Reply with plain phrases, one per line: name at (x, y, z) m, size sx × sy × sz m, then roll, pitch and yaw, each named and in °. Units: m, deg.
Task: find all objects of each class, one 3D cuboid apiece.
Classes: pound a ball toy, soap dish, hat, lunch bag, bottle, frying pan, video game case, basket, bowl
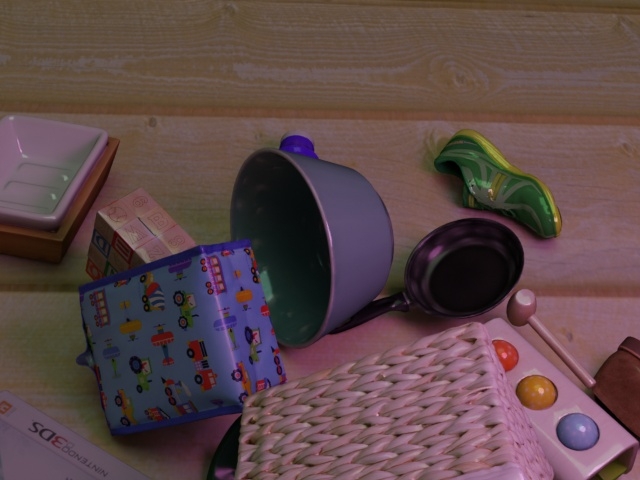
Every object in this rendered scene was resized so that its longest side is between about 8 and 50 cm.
pound a ball toy at (0.323, 0.207, 1.432) m, size 0.208 × 0.135 × 0.319 m, roll -31°, pitch 52°, yaw -17°
soap dish at (-0.504, -0.091, 1.726) m, size 0.229 × 0.118 × 0.290 m, roll 9°, pitch 42°, yaw 5°
hat at (-0.027, 0.326, 1.361) m, size 0.184 × 0.208 × 0.173 m, roll 32°, pitch 0°, yaw -35°
lunch bag at (-0.220, 0.142, 1.363) m, size 0.293 × 0.220 × 0.138 m, roll -16°, pitch -3°, yaw 25°
bottle at (-0.050, -0.094, 1.795) m, size 0.118 × 0.092 × 0.282 m, roll 6°, pitch 41°, yaw -4°
frying pan at (0.186, 0.091, 1.577) m, size 0.326 × 0.053 × 0.197 m, roll -43°, pitch 47°, yaw -10°
video game case at (-0.419, 0.368, 1.278) m, size 0.300 × 0.036 × 0.329 m, roll 25°, pitch 45°, yaw 21°
basket at (0.101, 0.320, 1.113) m, size 0.331 × 0.328 × 0.266 m, roll -21°, pitch 34°, yaw 13°
bowl at (0.000, 0.000, 1.550) m, size 0.163 × 0.311 × 0.311 m, roll -12°, pitch 44°, yaw -31°

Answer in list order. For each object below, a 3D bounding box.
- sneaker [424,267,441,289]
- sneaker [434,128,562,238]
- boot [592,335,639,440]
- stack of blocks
sneaker at (0.238, 0.060, 1.687) m, size 0.073 × 0.063 × 0.162 m, roll 34°, pitch 57°, yaw 16°
sneaker at (0.329, -0.086, 1.838) m, size 0.123 × 0.109 × 0.295 m, roll -39°, pitch 56°, yaw -11°
boot at (0.534, 0.280, 1.452) m, size 0.115 × 0.112 × 0.305 m, roll -42°, pitch 57°, yaw -10°
stack of blocks at (-0.225, 0.085, 1.514) m, size 0.297 × 0.171 × 0.087 m, roll 45°, pitch 53°, yaw 14°
